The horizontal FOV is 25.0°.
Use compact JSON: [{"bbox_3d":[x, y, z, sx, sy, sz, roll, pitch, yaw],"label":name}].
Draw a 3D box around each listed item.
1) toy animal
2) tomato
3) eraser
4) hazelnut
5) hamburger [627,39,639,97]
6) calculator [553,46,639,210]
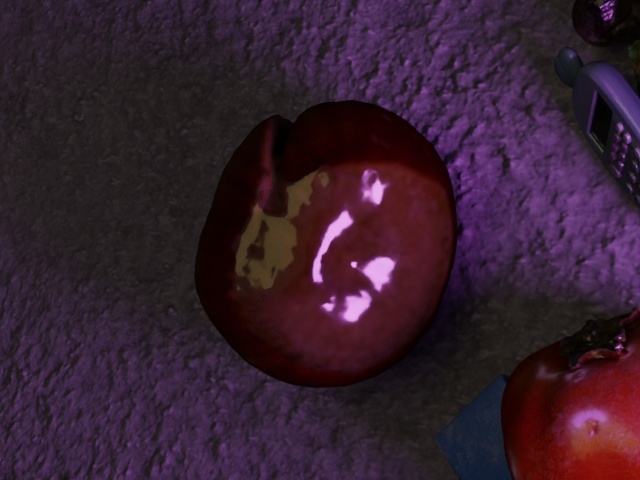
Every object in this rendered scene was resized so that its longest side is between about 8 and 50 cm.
[{"bbox_3d":[0.414,-0.351,1.878,0.169,0.233,0.121,-35,68,-17],"label":"toy animal"},{"bbox_3d":[0.385,0.234,1.724,0.293,0.325,0.289,-22,97,23],"label":"tomato"},{"bbox_3d":[0.284,0.340,1.897,0.144,0.043,0.312,-47,59,22],"label":"eraser"},{"bbox_3d":[0.000,0.000,2.037,0.359,0.359,0.409,15,84,38],"label":"hazelnut"},{"bbox_3d":[0.501,-0.195,1.783,0.288,0.168,0.192,23,97,37],"label":"hamburger"},{"bbox_3d":[0.392,-0.132,1.860,0.041,0.185,0.298,-28,68,-5],"label":"calculator"}]
